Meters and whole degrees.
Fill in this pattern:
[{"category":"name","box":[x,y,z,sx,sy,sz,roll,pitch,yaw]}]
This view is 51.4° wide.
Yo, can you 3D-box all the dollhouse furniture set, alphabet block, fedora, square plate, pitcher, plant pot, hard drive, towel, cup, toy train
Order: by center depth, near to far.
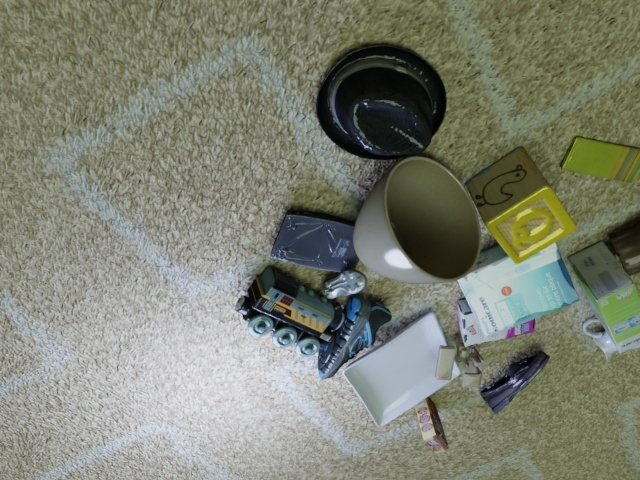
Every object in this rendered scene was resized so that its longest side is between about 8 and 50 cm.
[{"category":"fedora","box":[0.157,-0.296,1.593,0.334,0.152,0.334,-4,129,-5]},{"category":"cup","box":[0.222,-0.022,1.748,0.331,0.331,0.237,26,148,-26]},{"category":"alphabet block","box":[0.533,-0.093,1.781,0.192,0.197,0.193,-36,124,18]},{"category":"towel","box":[0.785,-0.223,1.832,0.237,0.021,0.102,8,121,-13]},{"category":"hard drive","box":[0.000,0.000,1.864,0.255,0.054,0.172,11,125,-18]},{"category":"plant pot","box":[0.963,0.017,1.967,0.165,0.167,0.167,-25,128,22]},{"category":"toy train","box":[-0.085,0.217,1.979,0.334,0.142,0.190,29,110,-27]},{"category":"square plate","box":[0.272,0.426,2.199,0.347,0.049,0.344,-32,128,-4]},{"category":"pitcher","box":[1.005,0.294,2.218,0.178,0.125,0.207,40,126,-15]},{"category":"dollhouse furniture set","box":[0.452,0.400,2.222,0.151,0.123,0.144,3,107,-6]}]

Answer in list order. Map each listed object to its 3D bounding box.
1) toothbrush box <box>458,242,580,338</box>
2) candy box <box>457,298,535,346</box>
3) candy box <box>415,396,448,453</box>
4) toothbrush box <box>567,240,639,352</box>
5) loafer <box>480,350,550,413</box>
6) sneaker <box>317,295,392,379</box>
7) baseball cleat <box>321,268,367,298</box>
[{"category":"toothbrush box","box":[0.570,0.123,1.959,0.295,0.126,0.216,-24,104,12]},{"category":"candy box","box":[0.563,0.243,2.130,0.233,0.071,0.159,-12,128,1]},{"category":"candy box","box":[0.386,0.640,2.343,0.053,0.186,0.109,-30,126,14]},{"category":"toothbrush box","box":[0.894,0.174,2.040,0.122,0.206,0.283,-30,127,14]},{"category":"loafer","box":[0.672,0.483,2.322,0.095,0.109,0.302,42,120,16]},{"category":"sneaker","box":[0.100,0.325,2.094,0.140,0.125,0.341,15,126,-24]},{"category":"baseball cleat","box":[0.090,0.120,1.928,0.109,0.072,0.206,-9,175,-35]}]
